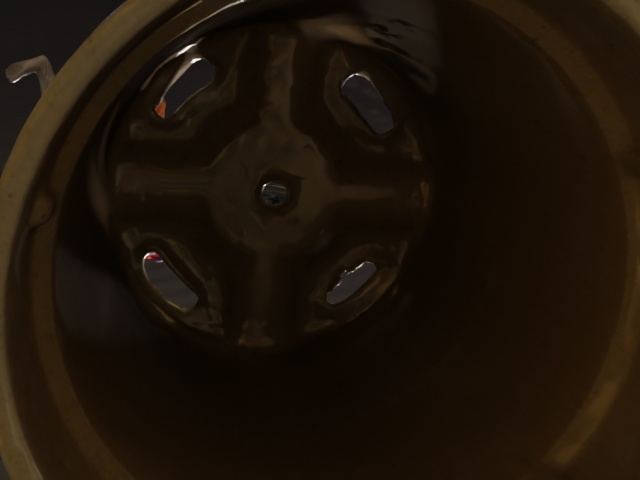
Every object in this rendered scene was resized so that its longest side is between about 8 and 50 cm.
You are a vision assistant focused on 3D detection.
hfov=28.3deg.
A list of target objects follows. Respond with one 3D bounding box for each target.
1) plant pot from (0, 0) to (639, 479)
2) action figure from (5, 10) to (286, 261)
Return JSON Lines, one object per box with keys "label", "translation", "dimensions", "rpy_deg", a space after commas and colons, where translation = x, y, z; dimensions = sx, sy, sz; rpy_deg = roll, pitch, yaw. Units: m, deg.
{"label": "plant pot", "translation": [0.000, 0.000, 0.668], "dimensions": [0.333, 0.334, 0.305], "rpy_deg": [2, -168, -12]}
{"label": "action figure", "translation": [-0.175, -0.099, 1.528], "dimensions": [0.341, 0.330, 0.179], "rpy_deg": [-6, -134, 18]}
